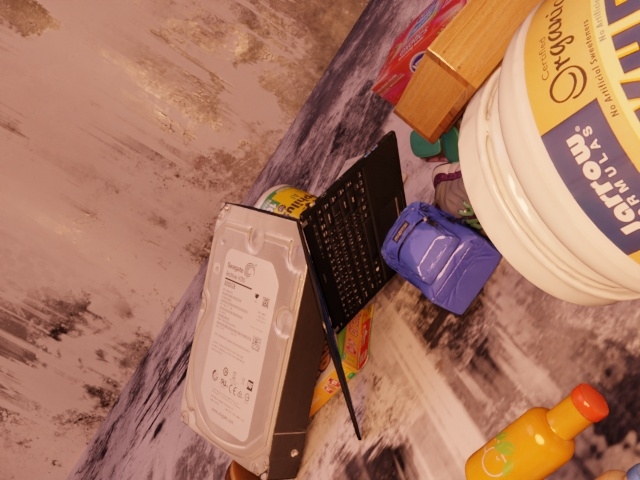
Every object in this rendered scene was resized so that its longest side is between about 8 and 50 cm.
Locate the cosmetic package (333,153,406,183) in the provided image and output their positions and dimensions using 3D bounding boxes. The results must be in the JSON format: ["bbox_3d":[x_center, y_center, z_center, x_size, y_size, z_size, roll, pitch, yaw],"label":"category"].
[{"bbox_3d":[0.042,-0.028,1.357,0.231,0.085,0.117,-63,16,-12],"label":"cosmetic package"}]

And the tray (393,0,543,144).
[{"bbox_3d":[0.257,-0.308,0.959,0.411,0.076,0.203,-48,-3,-11],"label":"tray"}]

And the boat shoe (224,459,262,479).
[{"bbox_3d":[-0.102,0.358,1.067,0.073,0.073,0.207,-54,14,10],"label":"boat shoe"}]

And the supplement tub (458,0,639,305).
[{"bbox_3d":[0.252,-0.097,0.482,0.316,0.228,0.228,-39,24,54],"label":"supplement tub"}]

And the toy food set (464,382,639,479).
[{"bbox_3d":[0.152,0.198,0.448,0.104,0.111,0.232,-51,14,30],"label":"toy food set"}]

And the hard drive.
[{"bbox_3d":[-0.090,0.128,1.128,0.237,0.064,0.339,17,96,50],"label":"hard drive"}]

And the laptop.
[{"bbox_3d":[0.064,0.051,0.959,0.264,0.136,0.234,-44,-36,-23],"label":"laptop"}]

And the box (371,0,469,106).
[{"bbox_3d":[0.207,-0.306,1.286,0.257,0.123,0.128,-34,27,59],"label":"box"}]

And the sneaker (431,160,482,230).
[{"bbox_3d":[0.194,-0.050,0.944,0.224,0.083,0.098,157,122,-75],"label":"sneaker"}]

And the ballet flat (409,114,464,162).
[{"bbox_3d":[0.190,-0.139,1.106,0.221,0.079,0.077,-150,48,-77],"label":"ballet flat"}]

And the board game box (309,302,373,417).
[{"bbox_3d":[-0.010,0.198,1.175,0.259,0.039,0.124,-46,19,32],"label":"board game box"}]

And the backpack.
[{"bbox_3d":[0.126,0.007,0.913,0.098,0.101,0.120,-52,38,5],"label":"backpack"}]

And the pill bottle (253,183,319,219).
[{"bbox_3d":[0.000,0.000,1.209,0.208,0.117,0.117,26,84,38],"label":"pill bottle"}]
